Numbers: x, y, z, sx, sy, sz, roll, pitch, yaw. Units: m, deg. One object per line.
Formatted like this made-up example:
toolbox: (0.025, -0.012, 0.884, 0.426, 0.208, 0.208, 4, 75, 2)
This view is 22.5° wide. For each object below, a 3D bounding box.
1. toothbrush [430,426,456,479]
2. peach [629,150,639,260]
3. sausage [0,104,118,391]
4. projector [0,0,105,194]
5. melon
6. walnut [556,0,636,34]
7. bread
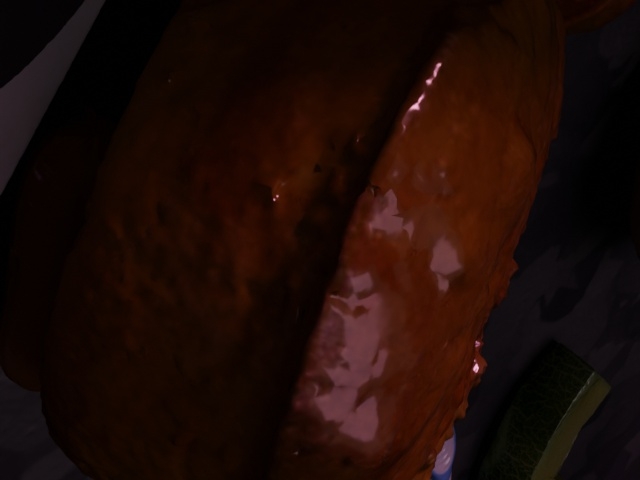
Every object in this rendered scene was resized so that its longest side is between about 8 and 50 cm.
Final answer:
toothbrush: (0.089, 0.149, 1.217, 0.040, 0.040, 0.386, -35, 148, -27)
peach: (0.367, -0.032, 1.188, 0.292, 0.247, 0.292, -19, 177, -1)
sausage: (-0.117, 0.013, 0.744, 0.062, 0.054, 0.183, -13, 138, -34)
projector: (-0.156, -0.131, 0.491, 0.257, 0.079, 0.259, 6, 118, -57)
melon: (0.188, 0.177, 1.372, 0.118, 0.064, 0.209, -13, 132, -48)
walnut: (0.122, -0.183, 0.804, 0.116, 0.116, 0.207, -42, 150, -15)
bread: (-0.001, 0.005, 0.706, 0.312, 0.172, 0.312, 20, 90, -81)
